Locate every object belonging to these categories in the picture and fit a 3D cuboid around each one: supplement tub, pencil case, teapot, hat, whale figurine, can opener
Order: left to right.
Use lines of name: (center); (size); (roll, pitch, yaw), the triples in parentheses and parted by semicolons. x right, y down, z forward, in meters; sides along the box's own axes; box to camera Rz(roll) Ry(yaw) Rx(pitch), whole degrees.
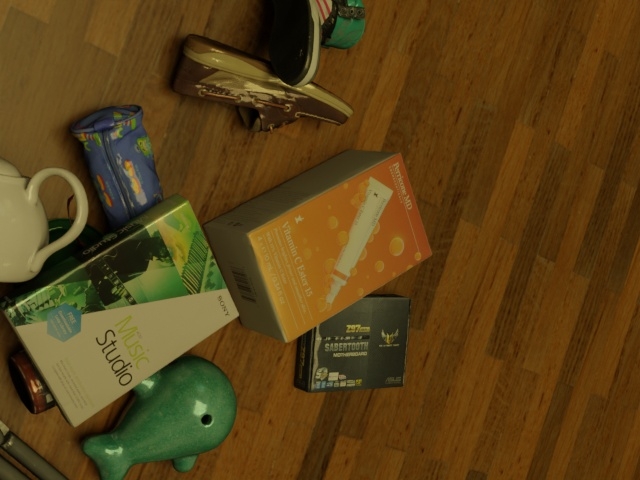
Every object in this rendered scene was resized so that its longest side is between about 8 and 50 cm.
teapot: (-0.494, -0.052, 1.387); (0.256, 0.252, 0.187); (11, 94, -33)
can opener: (-0.496, 0.344, 1.540); (0.074, 0.093, 0.280); (-49, 124, -19)
supplement tub: (-0.392, 0.195, 1.574); (0.198, 0.106, 0.106); (-24, 109, -29)
hat: (-0.376, 0.051, 1.517); (0.208, 0.183, 0.173); (37, 74, -31)
pencil case: (-0.302, -0.066, 1.584); (0.119, 0.133, 0.306); (-19, 107, -7)
whale figurine: (-0.262, 0.314, 1.653); (0.272, 0.141, 0.216); (-32, 113, -25)

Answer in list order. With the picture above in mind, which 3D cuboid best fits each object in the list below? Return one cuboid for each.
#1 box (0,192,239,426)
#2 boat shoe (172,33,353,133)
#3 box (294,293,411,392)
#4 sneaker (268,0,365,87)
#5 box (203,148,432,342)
box: (-0.301, 0.105, 1.504); (0.322, 0.058, 0.232); (-35, 123, -23)
boat shoe: (-0.101, -0.249, 1.711); (0.342, 0.123, 0.123); (15, 105, -36)
box: (0.065, 0.197, 1.902); (0.233, 0.059, 0.183); (3, 94, -34)
sneaker: (-0.001, -0.366, 1.706); (0.178, 0.124, 0.295); (22, 51, -39)
box: (0.000, 0.000, 1.767); (0.345, 0.168, 0.215); (-30, 111, -27)
